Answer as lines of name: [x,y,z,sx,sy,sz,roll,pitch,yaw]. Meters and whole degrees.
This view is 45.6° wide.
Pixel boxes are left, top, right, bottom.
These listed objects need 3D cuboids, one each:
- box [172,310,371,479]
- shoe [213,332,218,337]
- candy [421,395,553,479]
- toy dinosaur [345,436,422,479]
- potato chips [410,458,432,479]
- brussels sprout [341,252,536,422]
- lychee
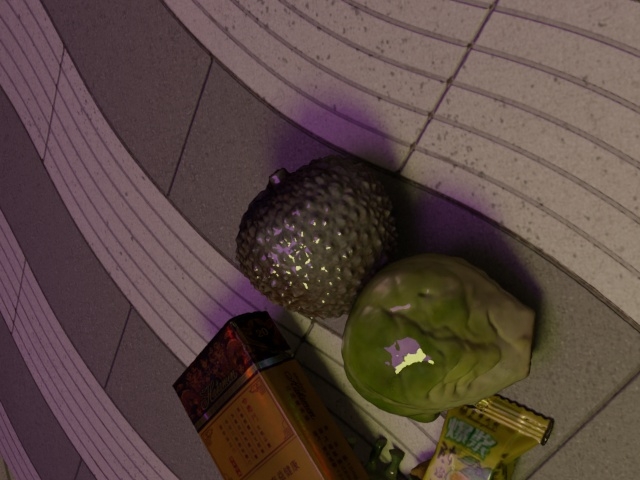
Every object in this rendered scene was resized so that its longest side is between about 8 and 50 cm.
box: [-0.111,0.381,1.535,0.264,0.115,0.415,-49,66,34]
shoe: [-0.149,0.313,1.704,0.265,0.095,0.110,35,127,27]
candy: [0.262,0.405,1.306,0.187,0.081,0.297,23,95,32]
toy dinosaur: [0.080,0.545,1.532,0.447,0.087,0.301,29,110,25]
potato chips: [0.334,0.498,1.330,0.407,0.057,0.080,34,130,31]
brussels sprout: [0.175,0.156,1.199,0.316,0.243,0.274,-21,123,25]
lychee: [-0.002,-0.001,1.309,0.300,0.300,0.300,18,117,39]
